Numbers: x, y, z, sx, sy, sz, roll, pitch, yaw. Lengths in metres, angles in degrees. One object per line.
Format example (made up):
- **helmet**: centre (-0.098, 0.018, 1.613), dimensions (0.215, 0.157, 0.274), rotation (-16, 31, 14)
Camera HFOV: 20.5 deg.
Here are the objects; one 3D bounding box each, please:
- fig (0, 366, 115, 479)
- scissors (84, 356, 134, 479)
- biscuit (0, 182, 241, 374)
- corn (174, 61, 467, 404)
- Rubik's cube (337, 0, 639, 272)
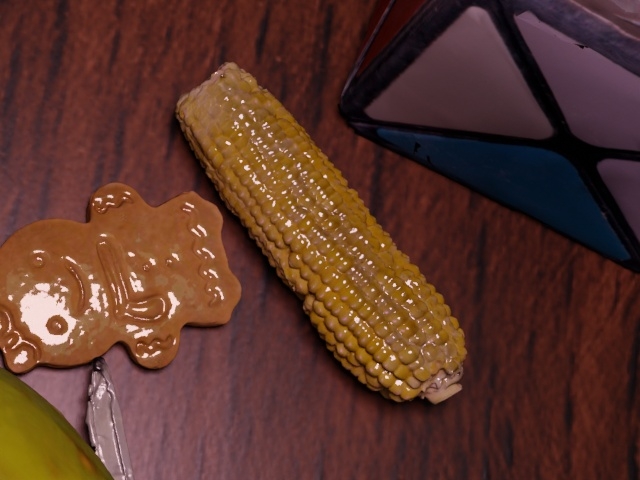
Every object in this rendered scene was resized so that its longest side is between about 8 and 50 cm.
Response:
- **fig**: centre (-0.226, 0.203, 1.041), dimensions (0.326, 0.258, 0.258), rotation (37, 66, -25)
- **scissors**: centre (-0.123, 0.220, 1.158), dimensions (0.109, 0.022, 0.300), rotation (-14, 76, 11)
- **biscuit**: centre (-0.146, 0.024, 1.228), dimensions (0.184, 0.027, 0.133), rotation (-1, 76, -17)
- **corn**: centre (0.000, 0.000, 1.250), dimensions (0.086, 0.086, 0.288), rotation (-37, 86, -23)
- **Rubik's cube**: centre (0.230, -0.184, 1.256), dimensions (0.310, 0.307, 0.305), rotation (24, 67, -10)
